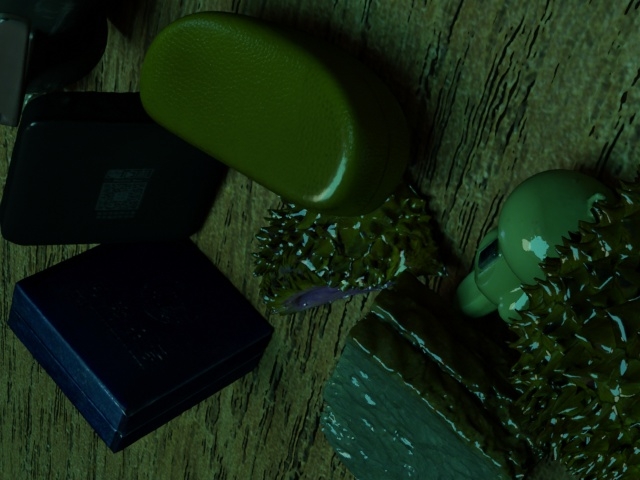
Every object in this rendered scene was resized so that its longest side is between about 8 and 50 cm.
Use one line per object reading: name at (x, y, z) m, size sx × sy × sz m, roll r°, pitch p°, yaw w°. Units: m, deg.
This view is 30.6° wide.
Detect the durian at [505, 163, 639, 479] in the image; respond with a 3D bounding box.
durian at (0.345, 0.067, 0.967) m, size 0.347 × 0.347 × 0.384 m, roll 40°, pitch 111°, yaw 25°

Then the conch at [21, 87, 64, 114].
conch at (-0.452, -0.283, 1.773) m, size 0.245 × 0.163 × 0.178 m, roll 58°, pitch 162°, yaw 17°

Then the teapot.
teapot at (-0.372, -0.353, 1.511) m, size 0.362 × 0.305 × 0.376 m, roll 118°, pitch 158°, yaw -55°

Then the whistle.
whistle at (0.236, 0.021, 1.244) m, size 0.141 × 0.141 × 0.294 m, roll 50°, pitch 159°, yaw 14°

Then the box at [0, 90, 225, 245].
box at (-0.278, -0.091, 1.597) m, size 0.289 × 0.290 × 0.073 m, roll 120°, pitch 140°, yaw -48°

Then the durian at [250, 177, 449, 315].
durian at (0.000, 0.000, 1.472) m, size 0.341 × 0.112 × 0.191 m, roll -16°, pitch 100°, yaw 50°

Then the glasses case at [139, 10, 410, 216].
glasses case at (-0.048, -0.164, 1.385) m, size 0.371 × 0.141 × 0.173 m, roll 31°, pitch 108°, yaw 36°

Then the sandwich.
sandwich at (0.129, 0.221, 1.401) m, size 0.262 × 0.131 × 0.325 m, roll 41°, pitch 151°, yaw 17°

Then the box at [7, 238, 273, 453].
box at (-0.260, 0.125, 1.695) m, size 0.261 × 0.279 × 0.116 m, roll 46°, pitch 138°, yaw 19°
